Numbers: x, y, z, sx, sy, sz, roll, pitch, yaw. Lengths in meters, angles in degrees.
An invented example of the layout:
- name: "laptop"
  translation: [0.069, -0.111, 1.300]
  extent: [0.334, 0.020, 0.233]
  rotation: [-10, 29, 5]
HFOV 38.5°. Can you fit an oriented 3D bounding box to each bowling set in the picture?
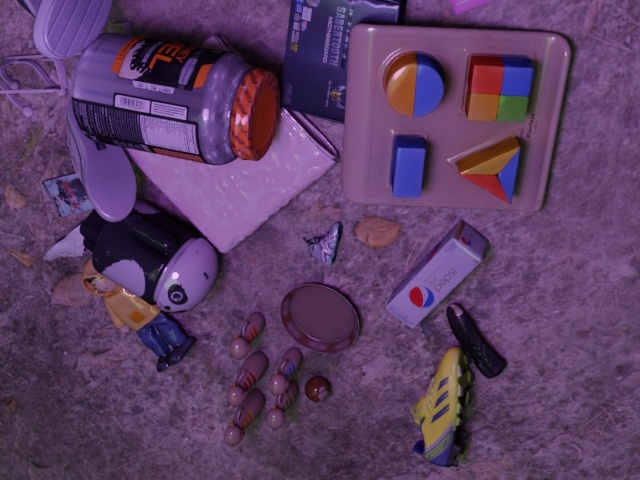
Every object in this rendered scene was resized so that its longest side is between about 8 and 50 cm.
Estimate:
- name: "bowling set"
  translation: [-0.092, 0.305, 1.900]
  extent: [0.200, 0.154, 0.287]
  rotation: [10, 123, 16]

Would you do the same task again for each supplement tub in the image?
- name: "supplement tub"
  translation: [-0.241, -0.236, 1.554]
  extent: [0.316, 0.193, 0.193]
  rotation: [12, 123, 13]

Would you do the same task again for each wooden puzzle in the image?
- name: "wooden puzzle"
  translation: [0.211, -0.184, 1.498]
  extent: [0.348, 0.080, 0.322]
  rotation: [5, 122, 4]

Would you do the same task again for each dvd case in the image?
- name: "dvd case"
  translation: [-0.516, -0.098, 1.913]
  extent: [0.120, 0.013, 0.087]
  rotation: [-10, 115, 27]

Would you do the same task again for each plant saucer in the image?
- name: "plant saucer"
  translation: [0.001, 0.153, 1.850]
  extent: [0.169, 0.029, 0.168]
  rotation: [9, 121, 16]

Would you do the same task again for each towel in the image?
- name: "towel"
  translation: [-0.181, -0.172, 1.714]
  extent: [0.317, 0.053, 0.332]
  rotation: [47, 124, -8]

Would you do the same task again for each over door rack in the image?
- name: "over door rack"
  translation: [-0.517, -0.283, 1.664]
  extent: [0.324, 0.239, 0.108]
  rotation: [-9, 114, 26]

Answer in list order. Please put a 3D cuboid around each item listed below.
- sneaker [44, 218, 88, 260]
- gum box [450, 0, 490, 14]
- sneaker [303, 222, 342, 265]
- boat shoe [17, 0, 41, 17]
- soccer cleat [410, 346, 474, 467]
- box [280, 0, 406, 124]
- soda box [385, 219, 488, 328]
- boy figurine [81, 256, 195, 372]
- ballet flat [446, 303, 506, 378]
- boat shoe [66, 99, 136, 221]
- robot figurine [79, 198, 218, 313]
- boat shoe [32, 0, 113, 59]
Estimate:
- name: "sneaker"
  translation: [-0.533, 0.015, 1.963]
  extent: [0.152, 0.053, 0.061]
  rotation: [-31, 107, 32]
- name: "gum box"
  translation: [0.273, -0.429, 1.376]
  extent: [0.188, 0.062, 0.107]
  rotation: [-17, 112, 29]
- name: "sneaker"
  translation: [0.000, 0.000, 1.753]
  extent: [0.069, 0.038, 0.098]
  rotation: [20, 124, 9]
- name: "boat shoe"
  translation: [-0.537, -0.448, 1.696]
  extent: [0.142, 0.049, 0.040]
  rotation: [51, 143, -10]
- name: "soccer cleat"
  translation: [0.235, 0.333, 1.829]
  extent: [0.121, 0.093, 0.289]
  rotation: [14, 123, 22]
- name: "box"
  translation: [0.034, -0.315, 1.539]
  extent: [0.184, 0.059, 0.232]
  rotation: [16, 123, 10]
- name: "soda box"
  translation: [0.212, 0.064, 1.686]
  extent: [0.069, 0.074, 0.216]
  rotation: [38, 126, -3]
- name: "boy figurine"
  translation: [-0.392, 0.144, 1.962]
  extent: [0.177, 0.092, 0.285]
  rotation: [-27, 110, 35]
- name: "ballet flat"
  translation: [0.294, 0.188, 1.755]
  extent: [0.173, 0.049, 0.057]
  rotation: [56, 165, -14]
- name: "boat shoe"
  translation: [-0.427, -0.145, 1.747]
  extent: [0.267, 0.096, 0.088]
  rotation: [63, 151, 16]
- name: "robot figurine"
  translation: [-0.338, 0.030, 1.813]
  extent: [0.278, 0.209, 0.173]
  rotation: [31, 103, 8]
- name: "boat shoe"
  translation: [-0.404, -0.425, 1.531]
  extent: [0.094, 0.302, 0.109]
  rotation: [2, 150, 35]
